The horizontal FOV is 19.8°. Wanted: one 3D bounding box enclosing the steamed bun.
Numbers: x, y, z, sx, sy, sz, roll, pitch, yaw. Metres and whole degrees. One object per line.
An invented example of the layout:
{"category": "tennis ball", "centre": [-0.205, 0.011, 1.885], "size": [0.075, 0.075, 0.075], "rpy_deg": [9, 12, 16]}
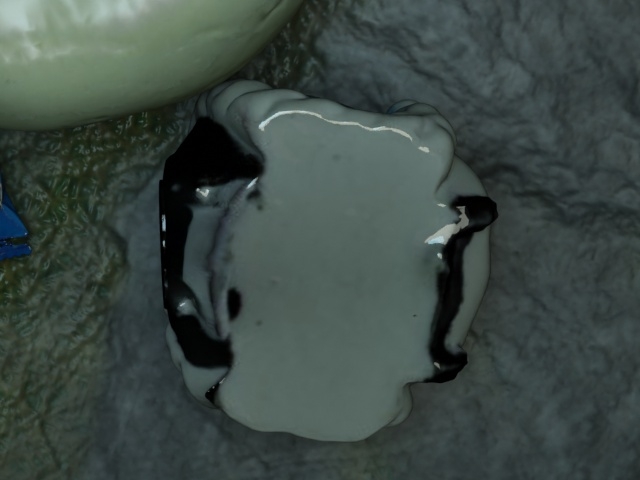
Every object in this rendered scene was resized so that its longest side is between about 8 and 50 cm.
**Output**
{"category": "steamed bun", "centre": [-0.148, -0.221, 1.071], "size": [0.334, 0.233, 0.312], "rpy_deg": [-3, 95, 6]}

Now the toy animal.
{"category": "toy animal", "centre": [0.000, 0.000, 1.127], "size": [0.204, 0.156, 0.208], "rpy_deg": [6, 109, -6]}

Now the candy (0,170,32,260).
{"category": "candy", "centre": [-0.236, -0.050, 1.173], "size": [0.088, 0.038, 0.136], "rpy_deg": [-11, 86, 11]}
